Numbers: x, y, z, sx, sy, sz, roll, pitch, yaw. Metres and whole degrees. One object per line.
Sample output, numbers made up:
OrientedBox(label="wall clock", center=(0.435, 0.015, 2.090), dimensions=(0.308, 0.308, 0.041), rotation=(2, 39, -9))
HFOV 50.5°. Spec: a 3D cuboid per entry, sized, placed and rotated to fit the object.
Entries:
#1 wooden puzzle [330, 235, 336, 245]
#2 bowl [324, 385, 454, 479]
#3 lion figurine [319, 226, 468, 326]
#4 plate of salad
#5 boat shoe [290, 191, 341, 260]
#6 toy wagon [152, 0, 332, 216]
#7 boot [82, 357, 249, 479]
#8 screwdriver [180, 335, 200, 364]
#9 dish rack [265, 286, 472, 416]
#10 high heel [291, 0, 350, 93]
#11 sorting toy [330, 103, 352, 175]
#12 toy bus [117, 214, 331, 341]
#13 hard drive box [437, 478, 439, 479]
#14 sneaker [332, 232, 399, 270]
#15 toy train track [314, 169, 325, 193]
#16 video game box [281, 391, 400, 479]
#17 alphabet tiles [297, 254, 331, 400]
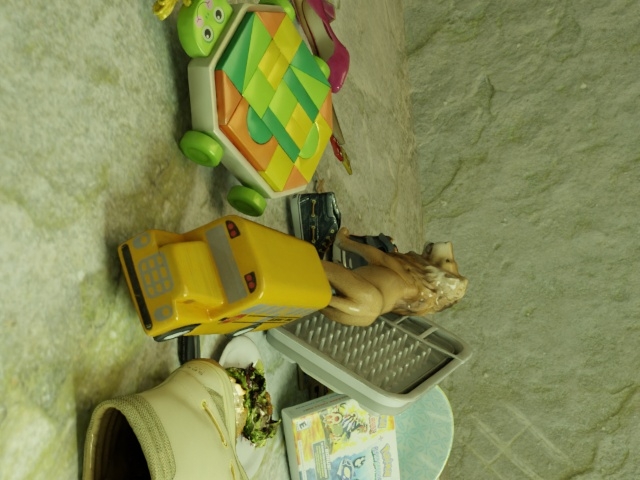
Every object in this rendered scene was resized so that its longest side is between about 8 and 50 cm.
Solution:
OrientedBox(label="wooden puzzle", center=(0.026, -0.011, 1.534), dimensions=(0.049, 0.006, 0.083), rotation=(13, 72, -73))
OrientedBox(label="bowl", center=(0.088, 0.356, 1.277), dimensions=(0.156, 0.289, 0.289), rotation=(22, -54, 62))
OrientedBox(label="lion figurine", center=(0.079, 0.080, 1.143), dimensions=(0.392, 0.240, 0.142), rotation=(-23, 135, -52))
OrientedBox(label="plate of salad", center=(-0.098, 0.232, 0.945), dimensions=(0.200, 0.048, 0.200), rotation=(-7, 90, -74))
OrientedBox(label="boat shoe", center=(0.000, 0.000, 1.264), dimensions=(0.065, 0.083, 0.183), rotation=(-46, 128, -69))
OrientedBox(label="toy wagon", center=(-0.095, -0.209, 0.925), dimensions=(0.344, 0.068, 0.267), rotation=(51, 55, -48))
OrientedBox(label="boot", center=(-0.144, 0.266, 0.687), dimensions=(0.203, 0.095, 0.262), rotation=(-4, 87, -74))
OrientedBox(label="screwdriver", center=(-0.152, 0.185, 0.813), dimensions=(0.024, 0.025, 0.170), rotation=(22, 60, -72))
OrientedBox(label="dish rack", center=(0.079, 0.181, 1.149), dimensions=(0.333, 0.285, 0.072), rotation=(-12, 126, -59))
OrientedBox(label="high heel", center=(-0.009, -0.421, 1.405), dimensions=(0.117, 0.082, 0.244), rotation=(14, 64, -42))
OrientedBox(label="sorting toy", center=(0.000, -0.265, 1.430), dimensions=(0.132, 0.046, 0.274), rotation=(27, 45, -71))
OrientedBox(label="toy bus", center=(-0.099, 0.048, 0.821), dimensions=(0.333, 0.130, 0.108), rotation=(22, 47, -72))
OrientedBox(label="hard drive box", center=(0.162, 0.557, 1.430), dimensions=(0.232, 0.089, 0.181), rotation=(175, -91, -69))
OrientedBox(label="sneaker", center=(0.117, 0.042, 1.606), dimensions=(0.321, 0.127, 0.126), rotation=(-4, 89, -74))
OrientedBox(label="toy train track", center=(-0.010, -0.131, 1.447), dimensions=(0.083, 0.014, 0.048), rotation=(68, 29, -28))
OrientedBox(label="video game box", center=(0.039, 0.353, 1.138), dimensions=(0.048, 0.187, 0.205), rotation=(21, -59, 60))
OrientedBox(label="alphabet tiles", center=(-0.005, 0.161, 1.358), dimensions=(0.285, 0.011, 0.342), rotation=(5, 80, -73))
